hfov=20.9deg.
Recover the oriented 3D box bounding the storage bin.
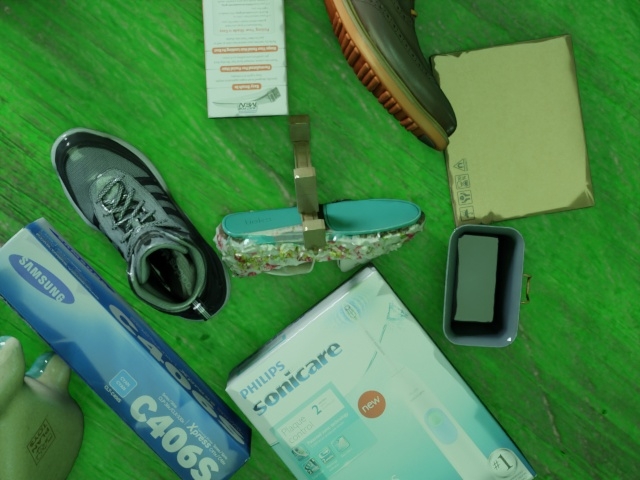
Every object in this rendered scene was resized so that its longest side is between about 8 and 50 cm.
[{"bbox_3d":[0.186,0.047,1.966,0.098,0.091,0.135,4,95,-2],"label":"storage bin"}]

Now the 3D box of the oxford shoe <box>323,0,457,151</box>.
[{"bbox_3d":[0.068,-0.271,1.922,0.132,0.130,0.364,-32,95,-5],"label":"oxford shoe"}]

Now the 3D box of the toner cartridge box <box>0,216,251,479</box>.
[{"bbox_3d":[-0.221,0.127,1.923,0.075,0.165,0.348,-44,95,1],"label":"toner cartridge box"}]

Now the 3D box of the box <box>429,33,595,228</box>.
[{"bbox_3d":[0.220,-0.125,1.988,0.164,0.021,0.201,-9,95,-1],"label":"box"}]

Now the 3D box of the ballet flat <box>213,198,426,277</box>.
[{"bbox_3d":[0.000,0.000,1.972,0.240,0.091,0.077,-3,125,2],"label":"ballet flat"}]

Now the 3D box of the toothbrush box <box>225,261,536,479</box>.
[{"bbox_3d":[0.066,0.205,1.959,0.216,0.126,0.295,-37,93,1],"label":"toothbrush box"}]

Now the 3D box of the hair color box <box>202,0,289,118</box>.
[{"bbox_3d":[-0.085,-0.222,1.955,0.093,0.053,0.167,-2,93,-2],"label":"hair color box"}]

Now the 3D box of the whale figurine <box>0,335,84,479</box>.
[{"bbox_3d":[-0.357,0.198,1.884,0.141,0.272,0.216,22,61,18],"label":"whale figurine"}]

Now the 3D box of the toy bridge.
[{"bbox_3d":[-0.015,-0.054,1.926,0.026,0.188,0.063,-6,138,-2],"label":"toy bridge"}]

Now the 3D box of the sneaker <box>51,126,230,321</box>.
[{"bbox_3d":[-0.199,-0.018,1.917,0.101,0.153,0.268,-41,95,1],"label":"sneaker"}]
